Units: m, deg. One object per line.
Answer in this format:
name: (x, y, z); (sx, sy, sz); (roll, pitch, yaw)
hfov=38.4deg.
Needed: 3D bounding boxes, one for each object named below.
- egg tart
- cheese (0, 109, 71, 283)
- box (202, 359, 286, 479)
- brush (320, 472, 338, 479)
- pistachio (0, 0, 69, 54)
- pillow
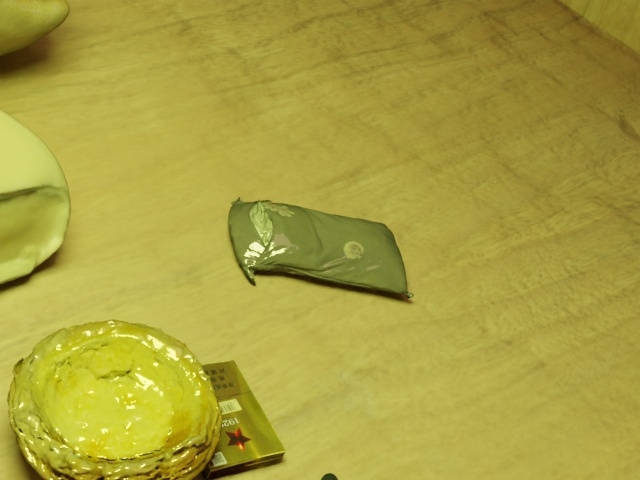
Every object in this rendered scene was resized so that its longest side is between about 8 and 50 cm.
egg tart: (-0.198, 0.169, 0.881); (0.213, 0.090, 0.212); (17, 35, -12)
cheese: (-0.416, -0.052, 1.012); (0.233, 0.127, 0.266); (36, 34, 21)
box: (-0.106, 0.185, 0.973); (0.090, 0.023, 0.133); (-7, 46, -35)
brush: (0.008, 0.272, 0.940); (0.024, 0.008, 0.083); (20, 36, -10)
pistachio: (-0.534, -0.366, 1.194); (0.446, 0.281, 0.365); (-2, 8, -45)
pillow: (0.000, 0.000, 1.249); (0.255, 0.059, 0.169); (9, 35, -19)
